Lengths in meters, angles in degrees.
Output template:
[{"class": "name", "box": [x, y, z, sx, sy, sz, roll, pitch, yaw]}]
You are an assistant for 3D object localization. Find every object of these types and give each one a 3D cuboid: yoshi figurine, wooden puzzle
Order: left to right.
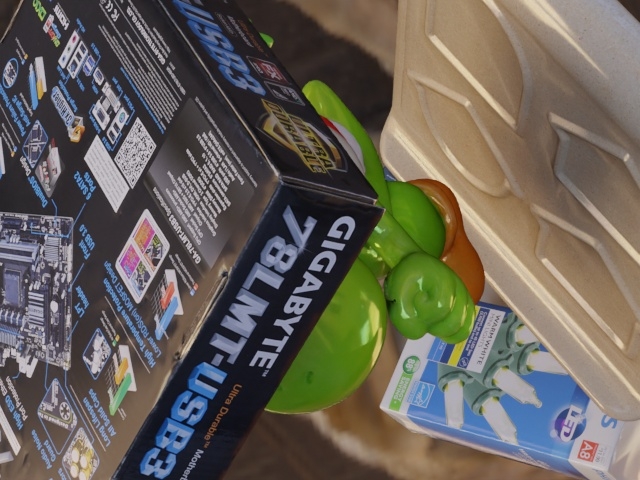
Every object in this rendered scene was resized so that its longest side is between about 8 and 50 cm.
[{"class": "yoshi figurine", "box": [-0.005, 0.028, 1.164, 0.203, 0.203, 0.362, -52, 165, 6]}, {"class": "wooden puzzle", "box": [0.173, -0.070, 1.312, 0.080, 0.322, 0.348, -32, 157, -21]}]

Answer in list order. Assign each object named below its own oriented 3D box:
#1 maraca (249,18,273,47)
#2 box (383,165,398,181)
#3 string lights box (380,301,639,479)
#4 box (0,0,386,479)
[{"class": "maraca", "box": [-0.133, -0.201, 1.824, 0.185, 0.127, 0.099, 11, 132, -17]}, {"class": "box", "box": [0.065, -0.024, 1.596, 0.083, 0.052, 0.062, -60, 172, 21]}, {"class": "string lights box", "box": [0.200, 0.142, 1.771, 0.259, 0.133, 0.077, 11, 162, 39]}, {"class": "box", "box": [-0.120, 0.009, 0.985, 0.073, 0.295, 0.293, 11, 119, -36]}]
